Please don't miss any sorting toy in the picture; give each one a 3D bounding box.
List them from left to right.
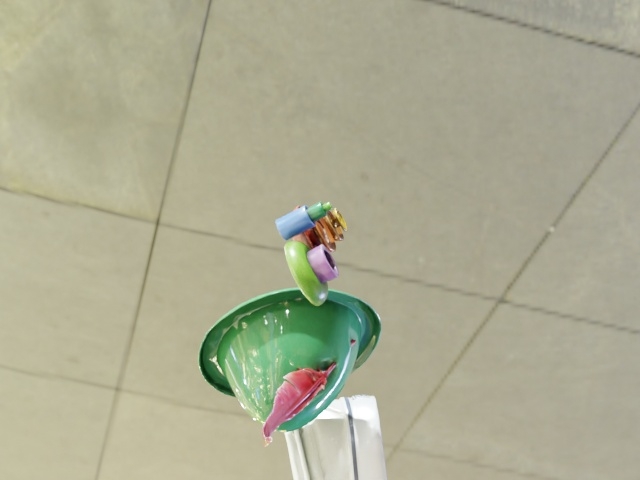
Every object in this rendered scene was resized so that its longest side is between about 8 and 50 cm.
[{"bbox_3d":[0.000,0.000,0.856,0.042,0.102,0.061,-27,118,12],"label":"sorting toy"}]

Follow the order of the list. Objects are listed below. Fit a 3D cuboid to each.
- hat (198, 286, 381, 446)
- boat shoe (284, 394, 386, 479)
[{"bbox_3d":[-0.017,0.161,1.049,0.208,0.183,0.173,11,131,-32],"label":"hat"},{"bbox_3d":[-0.005,0.333,1.142,0.156,0.367,0.136,-4,157,-1],"label":"boat shoe"}]
